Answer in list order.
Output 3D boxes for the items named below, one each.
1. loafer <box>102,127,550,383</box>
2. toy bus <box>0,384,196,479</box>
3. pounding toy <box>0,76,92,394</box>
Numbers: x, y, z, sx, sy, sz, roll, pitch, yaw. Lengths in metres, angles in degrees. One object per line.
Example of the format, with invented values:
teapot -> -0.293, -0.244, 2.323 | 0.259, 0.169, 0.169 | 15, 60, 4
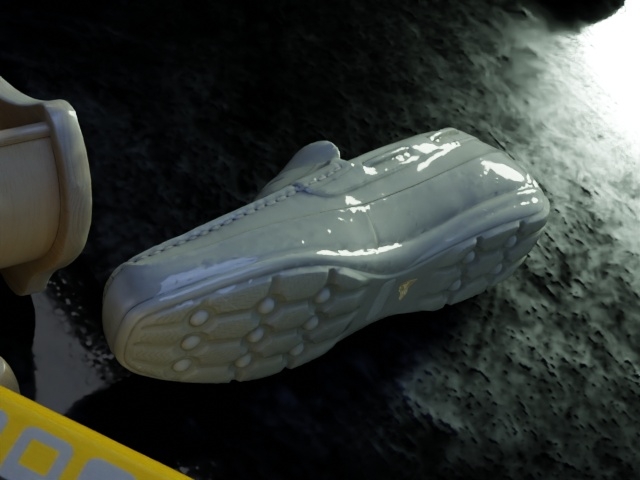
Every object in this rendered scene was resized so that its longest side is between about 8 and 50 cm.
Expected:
loafer -> 0.000, 0.000, 0.839 | 0.319, 0.112, 0.111 | -14, 54, -39
toy bus -> -0.188, 0.132, 0.651 | 0.332, 0.108, 0.130 | 26, 48, 0
pounding toy -> -0.224, -0.029, 0.736 | 0.154, 0.154, 0.270 | -17, 61, -32
